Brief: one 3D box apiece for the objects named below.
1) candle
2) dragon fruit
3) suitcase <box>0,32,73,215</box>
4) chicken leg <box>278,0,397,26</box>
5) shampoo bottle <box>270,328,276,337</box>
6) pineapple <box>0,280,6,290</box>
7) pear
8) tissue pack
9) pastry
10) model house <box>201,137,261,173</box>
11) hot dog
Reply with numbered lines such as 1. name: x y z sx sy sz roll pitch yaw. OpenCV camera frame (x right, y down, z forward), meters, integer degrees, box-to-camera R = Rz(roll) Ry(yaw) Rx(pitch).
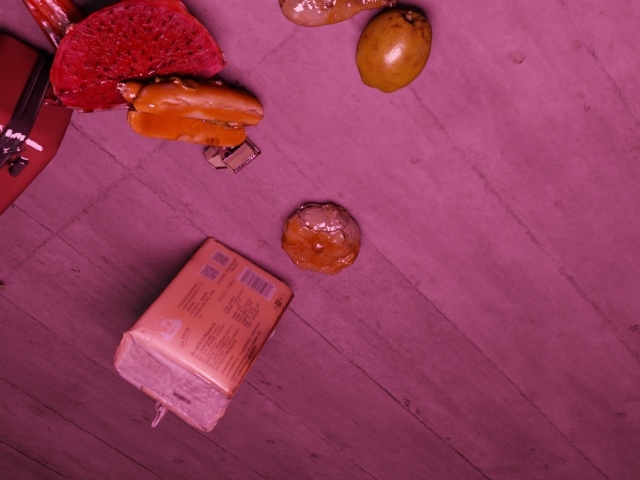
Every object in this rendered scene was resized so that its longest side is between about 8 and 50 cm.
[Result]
1. candle: -0.414 -0.353 1.038 0.084 0.059 0.302 -29 122 8
2. dragon fruit: -0.288 -0.276 1.039 0.274 0.161 0.126 -17 83 -7
3. suitcase: -0.540 -0.166 1.095 0.297 0.236 0.161 -36 128 29
4. chicken leg: 0.028 -0.357 0.983 0.178 0.070 0.093 0 123 -3
5. shampoo bottle: -0.125 0.180 1.443 0.077 0.045 0.152 40 121 -21
6. pineapple: -0.848 0.131 1.433 0.361 0.175 0.175 -20 125 6
7. pear: 0.108 -0.284 1.006 0.107 0.107 0.131 18 129 -8
8. tissue pack: -0.222 0.188 1.268 0.238 0.305 0.239 10 124 15
9. pastry: 0.000 -0.002 1.260 0.153 0.081 0.153 4 139 3
10. model house: -0.154 -0.148 1.182 0.083 0.057 0.058 -39 144 10
11. hot dog: -0.192 -0.199 1.038 0.109 0.072 0.269 -40 156 31
